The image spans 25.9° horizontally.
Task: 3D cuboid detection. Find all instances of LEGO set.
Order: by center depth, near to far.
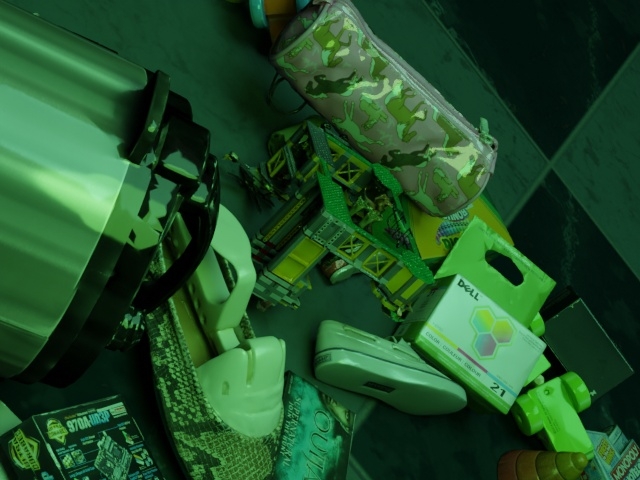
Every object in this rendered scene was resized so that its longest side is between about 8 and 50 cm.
[{"bbox_3d":[0.000,0.000,1.964,0.255,0.192,0.331,28,27,-36],"label":"LEGO set"}]

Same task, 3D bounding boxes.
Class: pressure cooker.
[{"bbox_3d":[-0.324,-0.045,1.440,0.420,0.370,0.376,24,90,-20],"label":"pressure cooker"}]

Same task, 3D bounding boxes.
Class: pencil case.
[{"bbox_3d":[0.096,-0.208,2.085,0.386,0.167,0.160,41,3,-15],"label":"pencil case"}]

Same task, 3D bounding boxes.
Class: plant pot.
[{"bbox_3d":[-0.034,-0.146,2.117,0.079,0.083,0.083,-13,72,-39],"label":"plant pot"}]

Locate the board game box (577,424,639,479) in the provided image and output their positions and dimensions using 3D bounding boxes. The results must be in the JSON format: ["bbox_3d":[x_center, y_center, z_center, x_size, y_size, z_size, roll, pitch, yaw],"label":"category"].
[{"bbox_3d":[0.481,0.380,2.287,0.194,0.060,0.194,57,37,1],"label":"board game box"}]

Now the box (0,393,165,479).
[{"bbox_3d":[-0.242,0.265,1.518,0.175,0.051,0.220,61,14,8],"label":"box"}]

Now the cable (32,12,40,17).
[{"bbox_3d":[-0.348,-0.152,1.811,0.139,0.072,0.287,39,49,-47],"label":"cable"}]

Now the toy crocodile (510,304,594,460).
[{"bbox_3d":[0.328,0.210,2.220,0.115,0.105,0.340,-29,82,-15],"label":"toy crocodile"}]

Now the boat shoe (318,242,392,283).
[{"bbox_3d":[0.054,0.026,2.092,0.137,0.049,0.043,-20,61,-41],"label":"boat shoe"}]

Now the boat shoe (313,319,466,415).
[{"bbox_3d":[0.101,0.182,1.999,0.267,0.096,0.088,18,54,-28],"label":"boat shoe"}]

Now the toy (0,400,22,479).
[{"bbox_3d":[-0.309,0.297,1.478,0.237,0.056,0.137,50,27,-17],"label":"toy"}]

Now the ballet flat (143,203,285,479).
[{"bbox_3d":[-0.137,0.099,1.718,0.164,0.182,0.483,1,62,-48],"label":"ballet flat"}]

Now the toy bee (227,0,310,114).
[{"bbox_3d":[-0.064,-0.365,2.207,0.195,0.298,0.162,17,9,5],"label":"toy bee"}]

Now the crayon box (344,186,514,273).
[{"bbox_3d":[0.180,-0.034,2.254,0.278,0.081,0.165,-7,67,-50],"label":"crayon box"}]

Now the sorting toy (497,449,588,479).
[{"bbox_3d":[0.382,0.461,2.061,0.127,0.126,0.366,13,53,-42],"label":"sorting toy"}]

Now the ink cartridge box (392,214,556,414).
[{"bbox_3d":[0.254,0.108,2.108,0.189,0.097,0.255,38,71,-13],"label":"ink cartridge box"}]

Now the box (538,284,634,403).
[{"bbox_3d":[0.433,0.171,2.317,0.156,0.093,0.158,53,7,-3],"label":"box"}]

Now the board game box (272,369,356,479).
[{"bbox_3d":[-0.015,0.277,1.845,0.126,0.026,0.186,35,41,-24],"label":"board game box"}]
